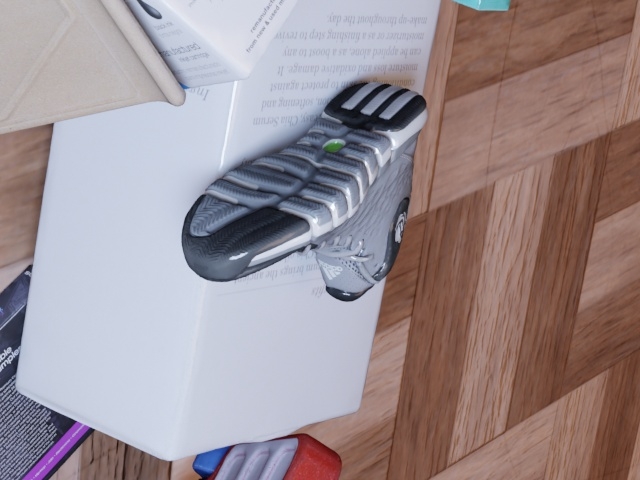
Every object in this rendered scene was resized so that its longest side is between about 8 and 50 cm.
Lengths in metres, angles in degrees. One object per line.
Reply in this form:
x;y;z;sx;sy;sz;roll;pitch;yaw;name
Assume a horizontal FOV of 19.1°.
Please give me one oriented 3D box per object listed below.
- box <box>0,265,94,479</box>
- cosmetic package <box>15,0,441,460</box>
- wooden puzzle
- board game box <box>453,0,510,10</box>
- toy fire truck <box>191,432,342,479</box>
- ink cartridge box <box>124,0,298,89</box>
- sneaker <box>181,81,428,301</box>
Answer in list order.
-0.219;0.112;1.388;0.116;0.029;0.162;-47;145;-29;box
-0.053;-0.095;1.339;0.230;0.161;0.453;-7;112;-53;cosmetic package
-0.220;-0.130;1.061;0.221;0.239;0.044;58;30;-53;wooden puzzle
0.095;-0.297;1.445;0.047;0.160;0.210;-10;118;-52;board game box
-0.097;0.268;1.467;0.169;0.302;0.254;33;72;-13;toy fire truck
-0.126;-0.181;1.091;0.203;0.148;0.086;39;72;-23;ink cartridge box
0.000;0.000;1.245;0.229;0.086;0.132;-38;138;-40;sneaker
